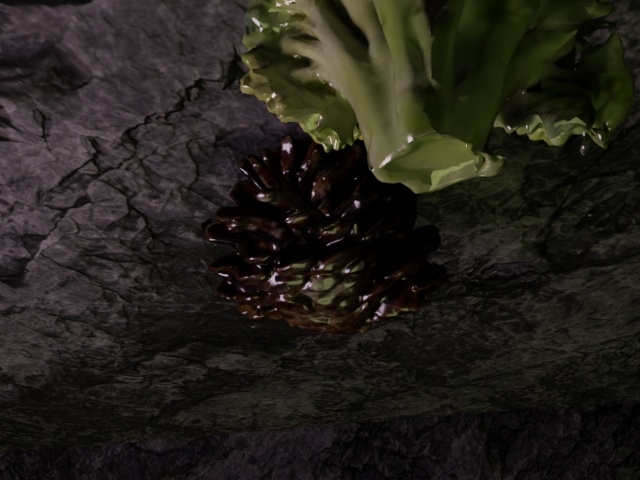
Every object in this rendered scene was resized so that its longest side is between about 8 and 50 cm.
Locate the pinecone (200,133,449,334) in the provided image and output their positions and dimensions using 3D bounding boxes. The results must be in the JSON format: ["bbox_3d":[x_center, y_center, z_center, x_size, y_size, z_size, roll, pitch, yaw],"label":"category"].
[{"bbox_3d":[-0.001,-0.007,0.835,0.298,0.242,0.296,-12,139,22],"label":"pinecone"}]

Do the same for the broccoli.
[{"bbox_3d":[0.082,-0.176,0.505,0.347,0.281,0.293,-10,149,15],"label":"broccoli"}]
